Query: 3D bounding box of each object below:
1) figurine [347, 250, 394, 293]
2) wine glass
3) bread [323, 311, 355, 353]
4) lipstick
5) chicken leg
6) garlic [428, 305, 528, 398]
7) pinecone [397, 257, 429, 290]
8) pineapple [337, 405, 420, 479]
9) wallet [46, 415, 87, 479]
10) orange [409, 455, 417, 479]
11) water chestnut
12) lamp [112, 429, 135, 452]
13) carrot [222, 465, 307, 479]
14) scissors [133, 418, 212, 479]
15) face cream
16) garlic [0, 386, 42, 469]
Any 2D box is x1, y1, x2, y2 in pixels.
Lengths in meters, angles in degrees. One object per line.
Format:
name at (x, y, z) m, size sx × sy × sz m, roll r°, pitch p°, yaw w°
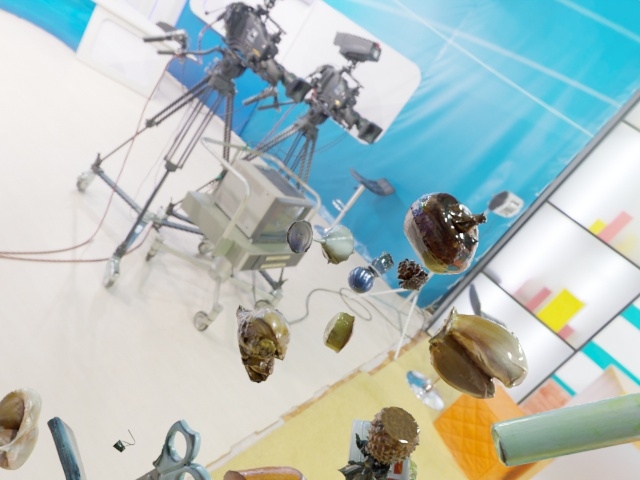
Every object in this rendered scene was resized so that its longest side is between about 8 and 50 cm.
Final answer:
figurine at (0.133, 0.087, 1.150) m, size 0.077 × 0.136 × 0.079 m, roll 67°, pitch -10°, yaw -29°
wine glass at (0.000, 0.000, 1.240) m, size 0.183 × 0.122 × 0.122 m, roll 14°, pitch 30°, yaw -53°
bread at (0.063, 0.324, 1.552) m, size 0.086 × 0.156 × 0.125 m, roll 28°, pitch 61°, yaw -4°
lipstick at (0.445, 0.313, 0.752) m, size 0.076 × 0.304 × 0.076 m, roll -19°, pitch 90°, yaw -78°
chicken leg at (-0.240, 0.360, 1.630) m, size 0.182 × 0.295 × 0.409 m, roll -4°, pitch 9°, yaw -27°
garlic at (0.541, 0.399, 1.559) m, size 0.313 × 0.286 × 0.249 m, roll 38°, pitch -3°, yaw 20°
pinecone at (0.284, 0.111, 1.418) m, size 0.102 × 0.102 × 0.109 m, roll 24°, pitch 17°, yaw -32°
pineapple at (0.136, 0.508, 1.037) m, size 0.130 × 0.277 × 0.119 m, roll 22°, pitch 32°, yaw -2°
wallet at (-0.724, 0.716, 1.329) m, size 0.046 × 0.190 × 0.379 m, roll -21°, pitch 56°, yaw -28°
orange at (0.267, 0.992, 1.903) m, size 0.301 × 0.223 × 0.300 m, roll -7°, pitch 41°, yaw -1°
water chestnut at (0.508, -0.040, 1.753) m, size 0.350 × 0.302 × 0.350 m, roll 29°, pitch 46°, yaw -34°
lamp at (-0.688, 0.715, 1.569) m, size 0.054 × 0.121 × 0.041 m, roll 45°, pitch 37°, yaw 4°
carrot at (-0.137, 0.846, 1.458) m, size 0.331 × 0.193 × 0.214 m, roll 13°, pitch 24°, yaw -32°
scissors at (-0.386, 0.556, 1.054) m, size 0.029 × 0.360 × 0.191 m, roll 9°, pitch 54°, yaw -56°
face cream at (0.184, 0.692, 1.436) m, size 0.187 × 0.201 × 0.201 m, roll 7°, pitch 19°, yaw 5°
garlic at (-0.691, 0.423, 1.010) m, size 0.099 × 0.174 × 0.124 m, roll 4°, pitch -16°, yaw 20°
